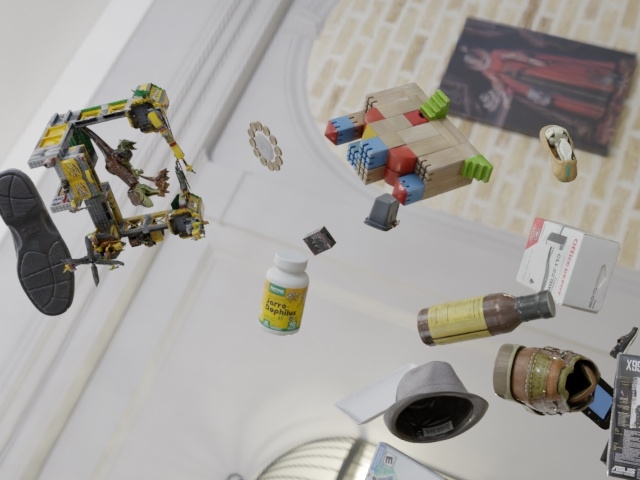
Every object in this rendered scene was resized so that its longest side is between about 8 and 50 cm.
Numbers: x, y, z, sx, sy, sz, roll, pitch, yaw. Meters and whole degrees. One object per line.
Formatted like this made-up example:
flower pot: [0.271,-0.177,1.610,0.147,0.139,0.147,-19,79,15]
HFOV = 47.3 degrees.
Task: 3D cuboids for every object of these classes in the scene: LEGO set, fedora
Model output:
LEGO set: [-0.328,-0.080,1.214,0.192,0.255,0.331,-97,2,-54]
fedora: [0.271,0.382,1.777,0.275,0.243,0.124,104,166,-47]

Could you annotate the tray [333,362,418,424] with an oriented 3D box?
tray: [0.180,0.418,1.969,0.270,0.145,0.030,-23,-70,-22]

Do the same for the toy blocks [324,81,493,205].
toy blocks: [0.182,-0.225,1.728,0.261,0.381,0.191,-19,-36,-21]

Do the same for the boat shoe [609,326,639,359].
boat shoe: [0.860,0.286,2.065,0.133,0.042,0.049,-42,-33,-29]

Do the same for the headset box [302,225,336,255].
headset box: [0.000,0.000,2.080,0.083,0.062,0.032,-24,17,43]

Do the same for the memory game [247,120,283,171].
memory game: [-0.182,-0.311,2.417,0.012,0.186,0.186,-32,-34,-27]

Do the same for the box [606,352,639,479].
box: [0.719,0.358,1.399,0.076,0.307,0.242,39,-122,-63]

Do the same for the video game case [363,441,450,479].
video game case: [0.174,0.650,1.587,0.036,0.300,0.329,25,-95,-39]

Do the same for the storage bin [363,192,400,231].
storage bin: [0.207,-0.091,2.304,0.135,0.098,0.091,-28,-42,-62]

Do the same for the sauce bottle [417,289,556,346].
sauce bottle: [0.421,0.195,1.868,0.111,0.344,0.111,33,-130,-52]

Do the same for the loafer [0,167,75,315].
loafer: [-0.557,-0.002,1.448,0.095,0.109,0.303,-130,25,-71]

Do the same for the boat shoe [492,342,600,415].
boat shoe: [0.362,0.218,1.095,0.307,0.104,0.111,13,-97,-54]

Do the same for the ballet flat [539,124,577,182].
ballet flat: [0.619,-0.245,1.880,0.232,0.080,0.073,-91,-4,-46]

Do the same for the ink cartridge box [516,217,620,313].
ink cartridge box: [0.661,0.062,1.972,0.273,0.114,0.197,-137,61,-75]

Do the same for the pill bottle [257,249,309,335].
pill bottle: [-0.093,0.136,1.929,0.117,0.117,0.208,-35,-40,-65]

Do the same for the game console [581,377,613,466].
game console: [0.770,0.473,1.948,0.044,0.361,0.213,-4,50,60]
